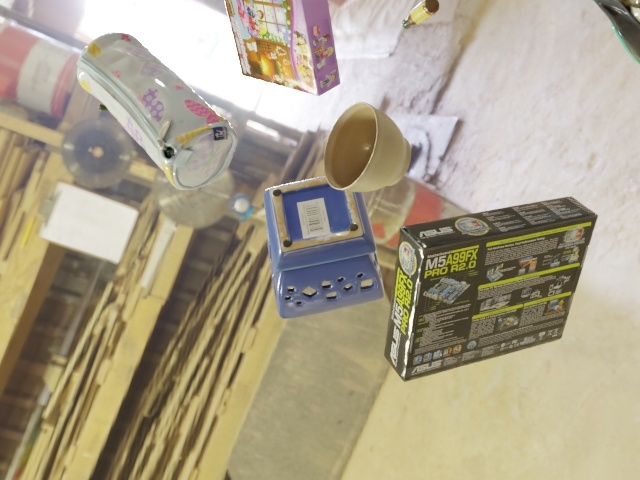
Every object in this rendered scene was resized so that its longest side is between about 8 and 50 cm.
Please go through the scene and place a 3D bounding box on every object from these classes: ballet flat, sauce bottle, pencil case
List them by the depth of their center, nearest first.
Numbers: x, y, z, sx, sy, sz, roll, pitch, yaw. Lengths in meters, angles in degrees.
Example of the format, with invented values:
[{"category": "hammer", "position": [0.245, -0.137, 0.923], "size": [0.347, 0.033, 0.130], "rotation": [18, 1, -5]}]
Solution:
[{"category": "ballet flat", "position": [0.366, -0.290, 0.839], "size": [0.074, 0.203, 0.074], "rotation": [-41, 22, 21]}, {"category": "pencil case", "position": [-0.242, -0.190, 1.025], "size": [0.273, 0.124, 0.113], "rotation": [46, 129, 25]}, {"category": "sauce bottle", "position": [0.228, -0.523, 1.630], "size": [0.128, 0.042, 0.042], "rotation": [-4, 67, 71]}]

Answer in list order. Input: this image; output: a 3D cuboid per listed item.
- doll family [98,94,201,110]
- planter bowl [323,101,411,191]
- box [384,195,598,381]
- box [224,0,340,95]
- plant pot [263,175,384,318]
[{"category": "doll family", "position": [-0.318, -0.261, 1.325], "size": [0.111, 0.193, 0.076], "rotation": [50, 156, 35]}, {"category": "planter bowl", "position": [0.095, -0.159, 1.284], "size": [0.162, 0.109, 0.161], "rotation": [-27, 57, 51]}, {"category": "box", "position": [0.226, 0.064, 0.952], "size": [0.060, 0.270, 0.216], "rotation": [-128, 34, -51]}, {"category": "box", "position": [-0.076, -0.388, 1.112], "size": [0.201, 0.057, 0.293], "rotation": [24, 138, 40]}, {"category": "plant pot", "position": [0.000, 0.000, 1.474], "size": [0.212, 0.236, 0.235], "rotation": [81, 178, -56]}]
